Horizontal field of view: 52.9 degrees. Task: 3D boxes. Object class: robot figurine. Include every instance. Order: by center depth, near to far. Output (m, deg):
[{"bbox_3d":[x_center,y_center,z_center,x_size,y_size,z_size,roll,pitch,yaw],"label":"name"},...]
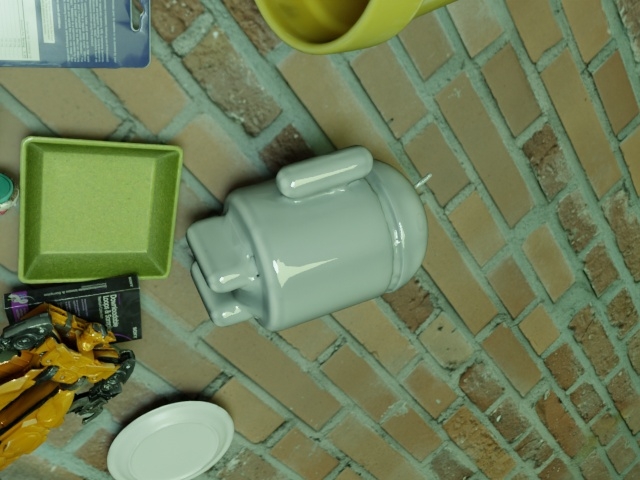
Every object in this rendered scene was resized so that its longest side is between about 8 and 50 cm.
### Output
[{"bbox_3d":[-0.382,0.186,0.809,0.291,0.085,0.211,-38,140,8],"label":"robot figurine"},{"bbox_3d":[0.000,0.000,0.892,0.354,0.199,0.299,-16,144,-21],"label":"robot figurine"}]

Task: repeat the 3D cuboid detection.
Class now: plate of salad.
[{"bbox_3d":[-0.236,0.320,1.020,0.200,0.048,0.199,-14,130,-18],"label":"plate of salad"}]

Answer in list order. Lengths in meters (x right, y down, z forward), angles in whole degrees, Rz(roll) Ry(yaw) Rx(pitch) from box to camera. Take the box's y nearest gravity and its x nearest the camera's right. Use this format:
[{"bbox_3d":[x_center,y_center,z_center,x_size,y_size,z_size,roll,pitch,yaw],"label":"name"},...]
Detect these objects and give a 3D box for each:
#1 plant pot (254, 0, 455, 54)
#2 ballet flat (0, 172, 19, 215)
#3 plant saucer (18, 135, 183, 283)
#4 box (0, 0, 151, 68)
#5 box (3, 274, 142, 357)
[{"bbox_3d":[0.074,-0.355,0.743,0.239,0.254,0.253,-19,122,-36],"label":"plant pot"},{"bbox_3d":[-0.464,-0.032,0.717,0.241,0.091,0.077,-7,147,-21],"label":"ballet flat"},{"bbox_3d":[-0.281,-0.041,0.818,0.189,0.045,0.188,0,114,-28],"label":"plant saucer"},{"bbox_3d":[-0.303,-0.259,0.704,0.226,0.036,0.136,-5,116,-24],"label":"box"},{"bbox_3d":[-0.320,0.102,0.849,0.162,0.029,0.116,-9,139,-21],"label":"box"}]
